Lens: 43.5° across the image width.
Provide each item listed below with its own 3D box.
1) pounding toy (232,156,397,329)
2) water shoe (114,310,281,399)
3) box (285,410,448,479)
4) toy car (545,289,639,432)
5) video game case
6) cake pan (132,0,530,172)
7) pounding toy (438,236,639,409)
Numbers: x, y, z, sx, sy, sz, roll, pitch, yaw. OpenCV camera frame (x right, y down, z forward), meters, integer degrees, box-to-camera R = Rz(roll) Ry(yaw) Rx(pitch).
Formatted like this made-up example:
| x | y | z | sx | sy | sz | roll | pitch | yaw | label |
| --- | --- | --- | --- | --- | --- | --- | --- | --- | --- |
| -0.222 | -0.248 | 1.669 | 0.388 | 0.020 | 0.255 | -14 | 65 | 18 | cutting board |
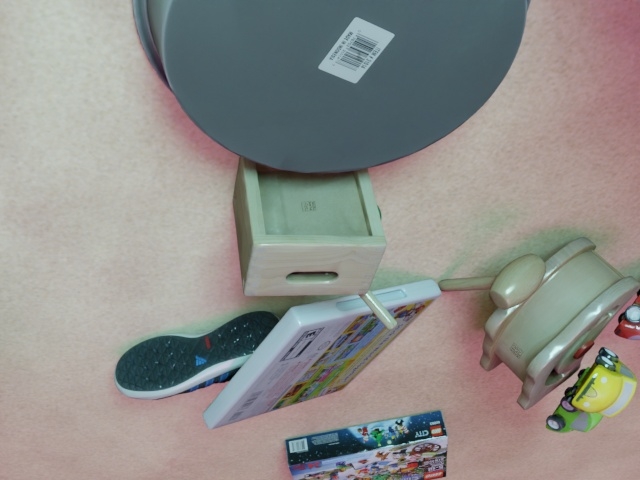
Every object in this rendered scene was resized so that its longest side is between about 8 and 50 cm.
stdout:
| x | y | z | sx | sy | sz | roll | pitch | yaw | label |
| --- | --- | --- | --- | --- | --- | --- | --- | --- | --- |
| 0.000 | 0.000 | 0.702 | 0.141 | 0.130 | 0.100 | 0 | 141 | -14 | pounding toy |
| -0.128 | 0.142 | 0.900 | 0.203 | 0.072 | 0.080 | -16 | 145 | 7 | water shoe |
| 0.073 | 0.330 | 1.209 | 0.233 | 0.044 | 0.159 | -11 | 142 | 0 | box |
| 0.329 | 0.161 | 0.928 | 0.239 | 0.053 | 0.225 | -41 | 157 | -37 | toy car |
| 0.000 | 0.127 | 0.893 | 0.206 | 0.026 | 0.227 | -8 | 148 | -40 | video game case |
| 0.016 | -0.152 | 0.571 | 0.293 | 0.054 | 0.293 | -6 | 143 | -5 | cake pan |
| 0.238 | 0.062 | 0.890 | 0.154 | 0.155 | 0.269 | -37 | 154 | -12 | pounding toy |
